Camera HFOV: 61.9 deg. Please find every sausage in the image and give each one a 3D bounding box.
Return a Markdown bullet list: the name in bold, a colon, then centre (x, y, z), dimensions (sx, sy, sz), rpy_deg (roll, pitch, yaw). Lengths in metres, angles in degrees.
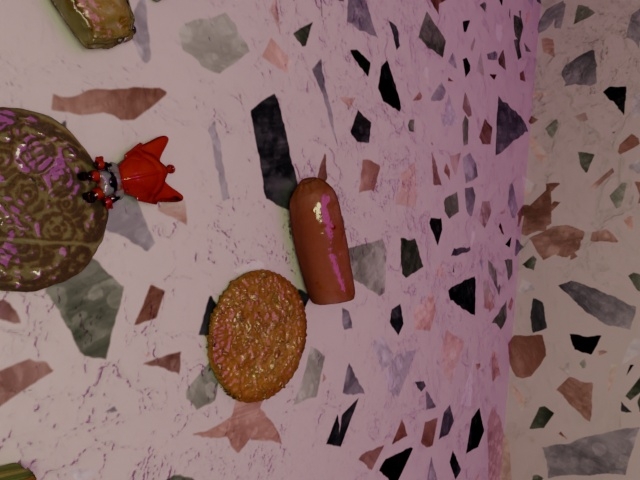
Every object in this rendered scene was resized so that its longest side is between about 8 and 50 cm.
- **sausage**: centre (0.000, 0.000, 1.091), dimensions (0.113, 0.113, 0.259), rpy_deg (-24, 106, -46)

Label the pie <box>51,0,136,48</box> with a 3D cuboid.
- **pie**: centre (-0.352, -0.408, 0.732), dimensions (0.128, 0.068, 0.282), rpy_deg (-45, 117, -40)

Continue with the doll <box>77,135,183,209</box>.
- **doll**: centre (-0.280, -0.096, 0.804), dimensions (0.169, 0.057, 0.109), rpy_deg (-31, 113, -60)

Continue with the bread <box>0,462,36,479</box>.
- **bread**: centre (-0.410, 0.356, 0.652), dimensions (0.084, 0.074, 0.139), rpy_deg (11, 83, -48)

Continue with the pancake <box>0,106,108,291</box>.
- **pancake**: centre (-0.395, -0.053, 0.703), dimensions (0.250, 0.031, 0.250), rpy_deg (1, 89, -49)

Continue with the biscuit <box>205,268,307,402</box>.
- **biscuit**: centre (-0.111, 0.181, 1.021), dimensions (0.254, 0.035, 0.254), rpy_deg (2, 87, -49)
